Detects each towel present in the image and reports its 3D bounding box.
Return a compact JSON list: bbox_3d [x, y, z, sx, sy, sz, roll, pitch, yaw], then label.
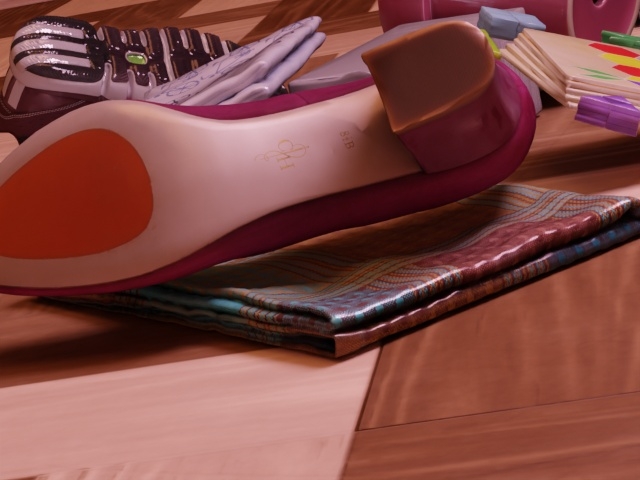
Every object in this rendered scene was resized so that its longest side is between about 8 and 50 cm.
[{"bbox_3d":[0.000,0.000,1.302,0.271,0.040,0.370,-21,17,-33],"label":"towel"}]

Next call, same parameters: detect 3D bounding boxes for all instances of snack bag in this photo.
[{"bbox_3d":[-0.164,-0.082,1.581,0.342,0.037,0.323,-26,9,14],"label":"snack bag"}]

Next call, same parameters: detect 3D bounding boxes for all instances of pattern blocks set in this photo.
[{"bbox_3d":[0.224,-0.115,1.423,0.285,0.026,0.325,12,17,-1],"label":"pattern blocks set"}]

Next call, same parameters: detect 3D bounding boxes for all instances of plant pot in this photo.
[{"bbox_3d":[0.179,-0.230,1.735,0.180,0.201,0.201,15,27,36],"label":"plant pot"}]

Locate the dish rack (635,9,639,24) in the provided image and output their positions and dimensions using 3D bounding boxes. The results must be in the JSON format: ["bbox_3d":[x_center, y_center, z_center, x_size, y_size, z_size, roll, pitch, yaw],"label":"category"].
[{"bbox_3d":[0.387,-0.223,1.781,0.208,0.074,0.271,-11,-5,0],"label":"dish rack"}]

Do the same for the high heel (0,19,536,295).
[{"bbox_3d":[-0.043,-0.027,1.256,0.377,0.127,0.181,-15,-19,10],"label":"high heel"}]

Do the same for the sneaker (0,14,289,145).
[{"bbox_3d":[-0.179,-0.119,1.824,0.281,0.106,0.162,11,-42,-27],"label":"sneaker"}]

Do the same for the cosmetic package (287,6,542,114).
[{"bbox_3d":[0.083,-0.117,1.587,0.127,0.107,0.238,-4,18,28],"label":"cosmetic package"}]

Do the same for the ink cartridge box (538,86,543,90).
[{"bbox_3d":[0.223,-0.170,1.860,0.145,0.045,0.179,-9,32,7],"label":"ink cartridge box"}]
